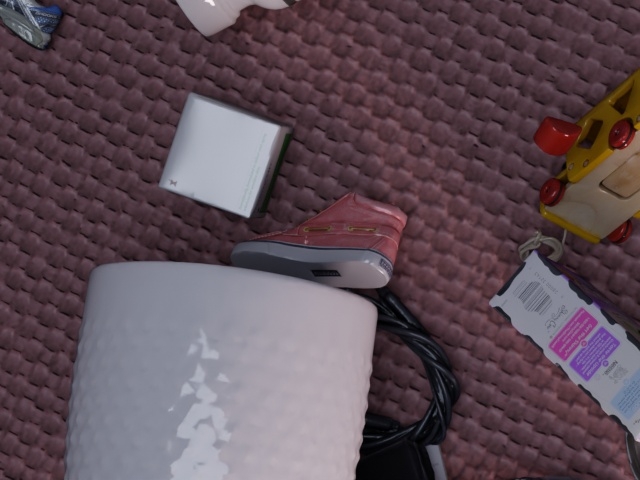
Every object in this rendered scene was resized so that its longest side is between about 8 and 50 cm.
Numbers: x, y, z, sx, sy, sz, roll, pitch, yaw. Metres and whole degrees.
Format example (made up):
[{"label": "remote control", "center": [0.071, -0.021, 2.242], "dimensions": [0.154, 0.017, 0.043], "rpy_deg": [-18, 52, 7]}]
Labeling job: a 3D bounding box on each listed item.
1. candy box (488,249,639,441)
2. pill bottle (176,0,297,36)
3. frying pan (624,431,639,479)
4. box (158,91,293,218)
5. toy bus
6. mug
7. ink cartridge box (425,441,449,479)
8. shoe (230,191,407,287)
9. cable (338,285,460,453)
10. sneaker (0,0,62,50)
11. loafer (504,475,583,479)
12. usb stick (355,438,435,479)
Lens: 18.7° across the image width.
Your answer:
[{"label": "candy box", "center": [0.272, 0.108, 1.812], "dimensions": [0.196, 0.165, 0.070], "rpy_deg": [44, 99, 29]}, {"label": "pill bottle", "center": [-0.023, -0.322, 1.882], "dimensions": [0.278, 0.162, 0.162], "rpy_deg": [-28, 87, 9]}, {"label": "frying pan", "center": [0.440, 0.143, 1.873], "dimensions": [0.326, 0.053, 0.197], "rpy_deg": [-44, 84, 6]}, {"label": "box", "center": [-0.093, -0.084, 1.937], "dimensions": [0.102, 0.087, 0.101], "rpy_deg": [20, 95, 9]}, {"label": "toy bus", "center": [0.284, -0.080, 1.866], "dimensions": [0.202, 0.191, 0.104], "rpy_deg": [-4, 48, 9]}, {"label": "mug", "center": [-0.128, 0.210, 1.842], "dimensions": [0.276, 0.374, 0.328], "rpy_deg": [14, 78, -32]}, {"label": "ink cartridge box", "center": [0.081, 0.387, 1.886], "dimensions": [0.175, 0.069, 0.371], "rpy_deg": [-19, 59, 9]}, {"label": "shoe", "center": [0.000, 0.000, 1.942], "dimensions": [0.178, 0.063, 0.081], "rpy_deg": [2, 55, 29]}, {"label": "cable", "center": [0.052, 0.139, 1.938], "dimensions": [0.150, 0.047, 0.184], "rpy_deg": [-42, 84, 8]}, {"label": "sneaker", "center": [-0.322, -0.254, 1.996], "dimensions": [0.135, 0.052, 0.058], "rpy_deg": [38, 87, -1]}, {"label": "loafer", "center": [0.173, 0.277, 1.842], "dimensions": [0.302, 0.095, 0.109], "rpy_deg": [-5, 54, -14]}, {"label": "usb stick", "center": [-0.015, 0.278, 1.920], "dimensions": [0.278, 0.045, 0.077], "rpy_deg": [-25, 53, 10]}]
